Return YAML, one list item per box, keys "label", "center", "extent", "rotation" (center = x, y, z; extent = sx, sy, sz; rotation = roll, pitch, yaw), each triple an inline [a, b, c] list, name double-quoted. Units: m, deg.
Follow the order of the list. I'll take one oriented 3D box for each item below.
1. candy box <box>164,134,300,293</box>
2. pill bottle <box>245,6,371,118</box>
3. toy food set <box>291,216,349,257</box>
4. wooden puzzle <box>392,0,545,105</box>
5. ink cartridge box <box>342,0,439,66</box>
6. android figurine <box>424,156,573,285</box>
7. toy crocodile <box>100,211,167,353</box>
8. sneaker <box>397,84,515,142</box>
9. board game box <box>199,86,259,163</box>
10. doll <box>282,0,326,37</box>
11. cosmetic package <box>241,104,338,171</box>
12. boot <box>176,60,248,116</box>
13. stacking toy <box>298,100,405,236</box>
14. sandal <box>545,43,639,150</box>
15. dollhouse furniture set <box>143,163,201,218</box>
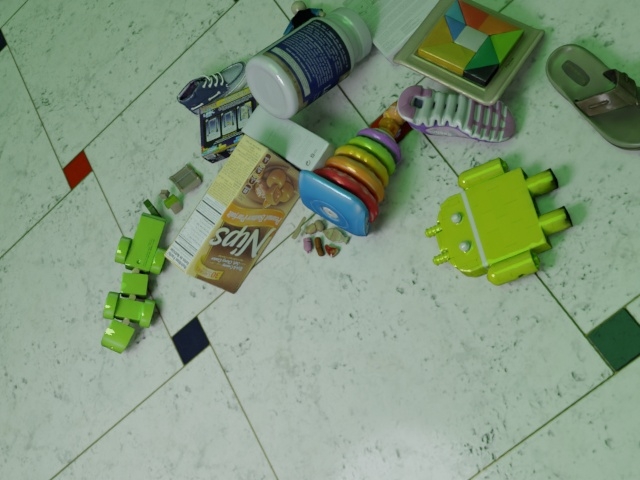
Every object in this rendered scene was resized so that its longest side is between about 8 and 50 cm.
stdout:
- label: "candy box"
  center: [-0.178, -0.052, 1.875]
  extent: [0.088, 0.183, 0.316]
  rotation: [35, 92, 36]
- label: "pill bottle"
  center: [-0.021, -0.392, 1.867]
  extent: [0.265, 0.153, 0.153]
  rotation: [-39, 51, -25]
- label: "toy food set"
  center: [0.000, 0.000, 1.851]
  extent: [0.122, 0.019, 0.078]
  rotation: [31, 90, 27]
- label: "wooden puzzle"
  center: [0.298, -0.395, 1.725]
  extent: [0.239, 0.044, 0.221]
  rotation: [28, 67, 21]
- label: "ink cartridge box"
  center: [0.172, -0.519, 1.917]
  extent: [0.181, 0.056, 0.224]
  rotation: [-41, 51, 12]
- label: "android figurine"
  center: [0.332, -0.033, 1.642]
  extent: [0.273, 0.056, 0.248]
  rotation: [-21, 63, 21]
- label: "toy crocodile"
  center: [-0.439, 0.099, 2.034]
  extent: [0.115, 0.105, 0.340]
  rotation: [13, 75, -9]
- label: "sneaker"
  center: [0.273, -0.245, 1.733]
  extent: [0.237, 0.104, 0.095]
  rotation: [14, 76, 11]
- label: "board game box"
  center: [-0.208, -0.278, 2.057]
  extent: [0.170, 0.048, 0.141]
  rotation: [-17, 63, 25]
- label: "doll"
  center: [-0.037, -0.495, 2.032]
  extent: [0.129, 0.046, 0.188]
  rotation: [-26, 62, 20]
- label: "cosmetic package"
  center: [-0.053, -0.210, 1.898]
  extent: [0.231, 0.117, 0.085]
  rotation: [36, 92, 34]
- label: "boot"
  center: [-0.259, -0.382, 2.100]
  extent: [0.190, 0.086, 0.069]
  rotation: [-41, 57, 13]
- label: "stacking toy"
  center: [0.101, -0.171, 1.788]
  extent: [0.166, 0.175, 0.301]
  rotation: [30, 73, 16]
- label: "sandal"
  center: [0.524, -0.270, 1.589]
  extent: [0.120, 0.086, 0.303]
  rotation: [-49, 56, 7]
- label: "dollhouse furniture set"
  center: [-0.354, -0.111, 2.100]
  extent: [0.152, 0.058, 0.076]
  rotation: [-39, 48, -9]
